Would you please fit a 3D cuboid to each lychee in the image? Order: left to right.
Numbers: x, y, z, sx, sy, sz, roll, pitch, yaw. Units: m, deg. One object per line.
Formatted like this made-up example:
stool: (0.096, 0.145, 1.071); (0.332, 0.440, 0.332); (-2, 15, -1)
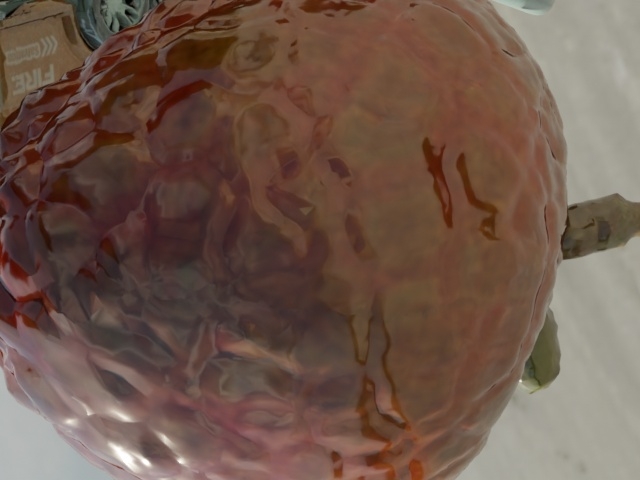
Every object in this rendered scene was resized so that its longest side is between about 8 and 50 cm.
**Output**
lychee: (0.000, 0.000, 0.840); (0.255, 0.300, 0.255); (-6, 83, 58)

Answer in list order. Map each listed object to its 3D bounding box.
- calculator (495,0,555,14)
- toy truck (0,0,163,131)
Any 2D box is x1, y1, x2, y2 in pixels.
calculator: (0.064, -0.223, 1.441); (0.185, 0.041, 0.299); (28, -171, 35)
toy truck: (-0.187, -0.053, 0.999); (0.338, 0.133, 0.184); (-27, -60, -53)
